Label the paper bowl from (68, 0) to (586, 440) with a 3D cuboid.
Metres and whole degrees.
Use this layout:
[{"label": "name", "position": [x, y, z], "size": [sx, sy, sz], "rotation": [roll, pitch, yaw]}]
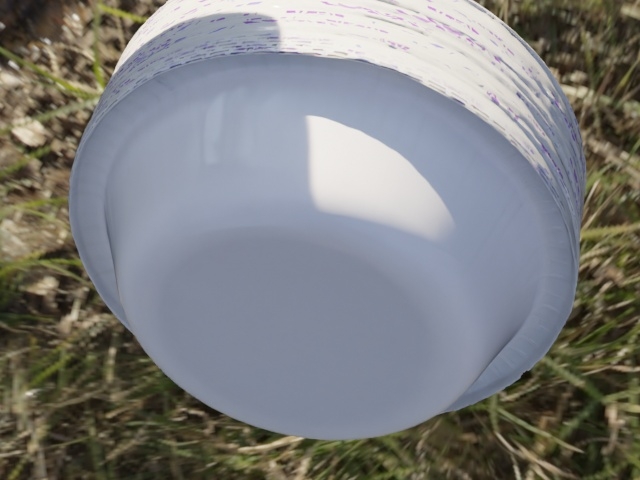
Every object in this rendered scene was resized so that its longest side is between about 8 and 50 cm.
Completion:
[{"label": "paper bowl", "position": [0.000, 0.000, 0.771], "size": [0.284, 0.284, 0.148], "rotation": [8, 46, 7]}]
